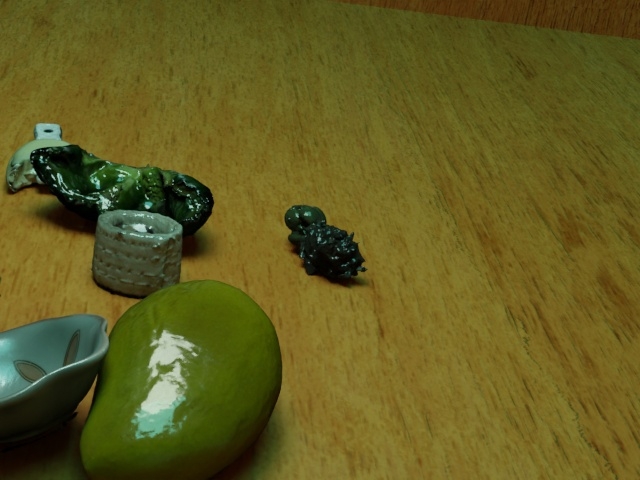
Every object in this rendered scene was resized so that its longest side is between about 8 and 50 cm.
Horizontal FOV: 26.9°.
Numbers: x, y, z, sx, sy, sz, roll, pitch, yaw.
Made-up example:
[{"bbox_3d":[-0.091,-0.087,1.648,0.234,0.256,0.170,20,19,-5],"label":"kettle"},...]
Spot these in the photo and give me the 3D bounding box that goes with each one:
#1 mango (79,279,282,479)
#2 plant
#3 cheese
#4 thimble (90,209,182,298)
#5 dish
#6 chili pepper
[{"bbox_3d":[-0.140,0.154,1.431,0.195,0.142,0.331,7,31,-2],"label":"mango"},{"bbox_3d":[0.000,0.000,1.901,0.085,0.087,0.174,29,12,-41],"label":"plant"},{"bbox_3d":[-0.425,-0.135,2.075,0.127,0.049,0.235,0,24,-14],"label":"cheese"},{"bbox_3d":[-0.241,0.016,1.755,0.115,0.090,0.102,20,23,27],"label":"thimble"},{"bbox_3d":[-0.313,0.157,1.388,0.230,0.081,0.229,-15,17,5],"label":"dish"},{"bbox_3d":[-0.273,-0.055,1.900,0.265,0.116,0.148,16,13,14],"label":"chili pepper"}]
